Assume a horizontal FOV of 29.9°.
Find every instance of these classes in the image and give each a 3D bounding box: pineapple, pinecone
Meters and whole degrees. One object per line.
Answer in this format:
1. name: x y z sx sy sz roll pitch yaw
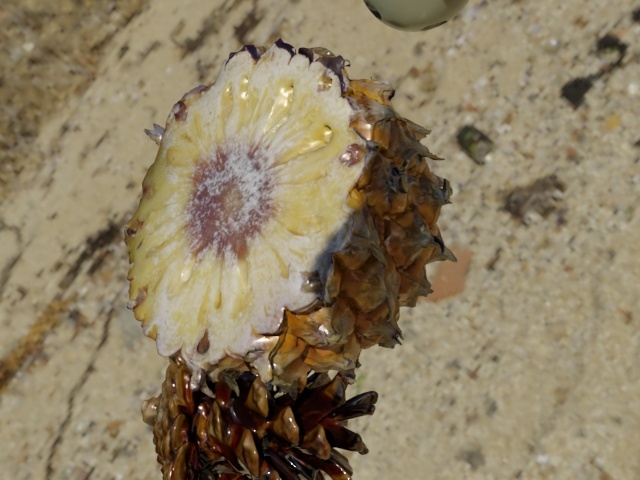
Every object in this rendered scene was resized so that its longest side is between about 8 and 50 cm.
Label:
1. pineapple: 0.003 -0.001 0.594 0.161 0.137 0.176 -43 46 21
2. pinecone: -0.064 0.199 1.297 0.264 0.264 0.264 -47 16 19

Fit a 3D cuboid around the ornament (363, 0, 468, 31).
1. ornament: 0.063 -0.169 0.658 0.156 0.075 0.081 116 170 -78
